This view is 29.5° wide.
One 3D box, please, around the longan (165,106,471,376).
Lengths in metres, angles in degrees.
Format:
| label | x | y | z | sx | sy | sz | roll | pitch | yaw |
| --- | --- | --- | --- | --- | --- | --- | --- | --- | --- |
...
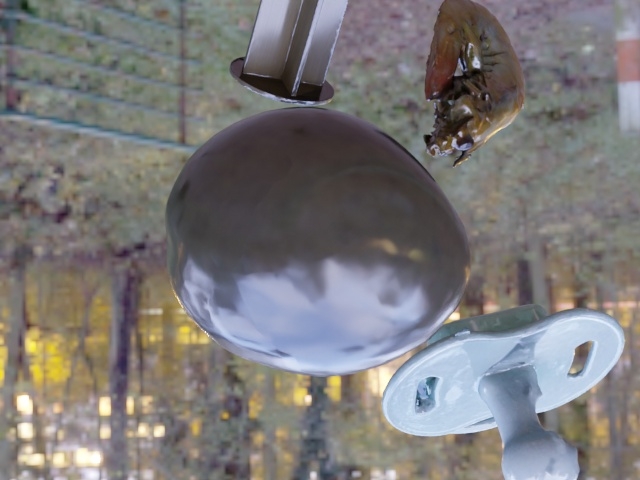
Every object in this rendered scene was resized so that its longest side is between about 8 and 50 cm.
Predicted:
| label | x | y | z | sx | sy | sz | roll | pitch | yaw |
| --- | --- | --- | --- | --- | --- | --- | --- | --- | --- |
| longan | 0.000 | 0.000 | 0.978 | 0.248 | 0.248 | 0.248 | -1 | 176 | 0 |

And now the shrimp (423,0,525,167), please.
| label | x | y | z | sx | sy | sz | roll | pitch | yaw |
| --- | --- | --- | --- | --- | --- | --- | --- | --- | --- |
| shrimp | 0.151 | -0.173 | 1.272 | 0.063 | 0.152 | 0.287 | -18 | -164 | 30 |

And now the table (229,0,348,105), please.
| label | x | y | z | sx | sy | sz | roll | pitch | yaw |
| --- | --- | --- | --- | --- | --- | --- | --- | --- | --- |
| table | -0.030 | -0.340 | 1.830 | 0.167 | 0.227 | 0.167 | 14 | -154 | -7 |

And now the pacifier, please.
| label | x | y | z | sx | sy | sz | roll | pitch | yaw |
| --- | --- | --- | --- | --- | --- | --- | --- | --- | --- |
| pacifier | 0.258 | 0.229 | 1.620 | 0.343 | 0.269 | 0.288 | -11 | 143 | -6 |
